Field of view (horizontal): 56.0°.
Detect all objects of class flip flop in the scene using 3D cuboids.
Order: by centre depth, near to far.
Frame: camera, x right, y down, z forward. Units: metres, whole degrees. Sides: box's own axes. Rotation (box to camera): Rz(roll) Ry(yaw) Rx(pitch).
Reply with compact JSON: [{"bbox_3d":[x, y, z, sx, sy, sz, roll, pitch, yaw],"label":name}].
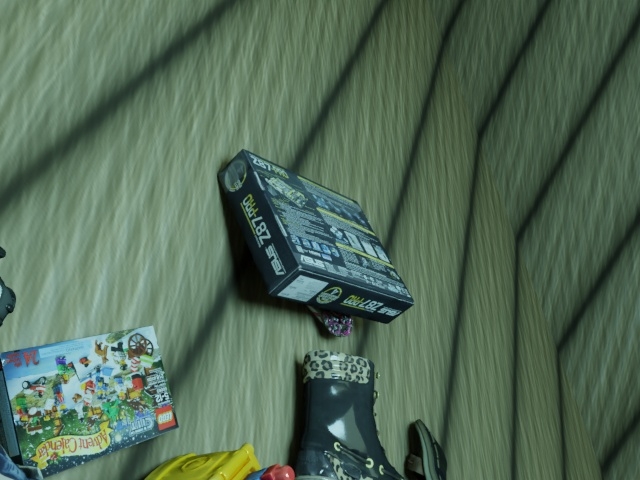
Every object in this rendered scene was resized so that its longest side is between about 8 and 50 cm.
[{"bbox_3d":[0.236,0.520,1.345,0.112,0.080,0.277,54,19,-32],"label":"flip flop"}]

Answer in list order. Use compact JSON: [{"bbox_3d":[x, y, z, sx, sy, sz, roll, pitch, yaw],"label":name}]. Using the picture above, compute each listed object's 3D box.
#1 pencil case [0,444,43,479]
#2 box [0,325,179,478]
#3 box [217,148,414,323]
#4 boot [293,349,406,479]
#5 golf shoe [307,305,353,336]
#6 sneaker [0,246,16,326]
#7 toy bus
[{"bbox_3d":[-0.244,0.371,0.627,0.410,0.160,0.183,40,27,-13],"label":"pencil case"},{"bbox_3d":[-0.312,0.212,0.814,0.233,0.044,0.159,-4,73,-55],"label":"box"},{"bbox_3d":[0.000,0.000,1.257,0.395,0.097,0.318,19,37,-49],"label":"box"},{"bbox_3d":[0.089,0.395,1.188,0.378,0.138,0.284,28,48,-36],"label":"boot"},{"bbox_3d":[0.000,0.131,1.301,0.186,0.068,0.086,57,-8,6],"label":"golf shoe"},{"bbox_3d":[-0.418,0.105,0.683,0.135,0.098,0.275,18,55,-46],"label":"sneaker"},{"bbox_3d":[-0.113,0.391,0.812,0.220,0.212,0.149,68,19,1],"label":"toy bus"}]
